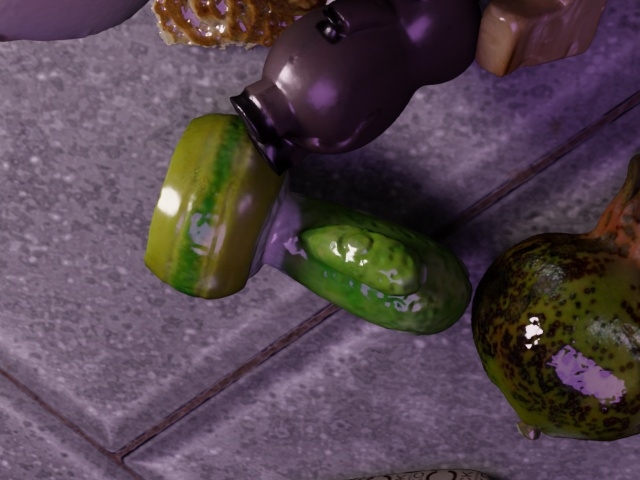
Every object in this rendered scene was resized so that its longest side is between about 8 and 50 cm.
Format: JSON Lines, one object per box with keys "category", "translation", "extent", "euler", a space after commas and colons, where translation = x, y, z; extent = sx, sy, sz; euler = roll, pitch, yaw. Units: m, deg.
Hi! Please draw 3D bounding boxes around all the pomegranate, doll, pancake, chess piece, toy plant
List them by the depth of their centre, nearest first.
{"category": "chess piece", "translation": [0.205, -0.264, 1.052], "extent": [0.137, 0.137, 0.300], "euler": [11, 135, 6]}
{"category": "doll", "translation": [0.044, -0.161, 1.129], "extent": [0.117, 0.257, 0.182], "euler": [44, 171, 24]}
{"category": "pancake", "translation": [-0.081, -0.269, 1.186], "extent": [0.244, 0.057, 0.266], "euler": [-26, 112, 39]}
{"category": "pomegranate", "translation": [0.278, 0.066, 1.256], "extent": [0.222, 0.276, 0.204], "euler": [32, 157, 27]}
{"category": "toy plant", "translation": [0.000, 0.000, 1.262], "extent": [0.316, 0.224, 0.184], "euler": [19, 89, -2]}

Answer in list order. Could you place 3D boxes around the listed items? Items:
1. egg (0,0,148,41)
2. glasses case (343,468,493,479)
{"category": "egg", "translation": [-0.225, -0.372, 0.932], "extent": [0.355, 0.354, 0.340], "euler": [26, 131, -5]}
{"category": "glasses case", "translation": [0.052, 0.354, 1.546], "extent": [0.355, 0.137, 0.085], "euler": [-13, 130, 22]}
